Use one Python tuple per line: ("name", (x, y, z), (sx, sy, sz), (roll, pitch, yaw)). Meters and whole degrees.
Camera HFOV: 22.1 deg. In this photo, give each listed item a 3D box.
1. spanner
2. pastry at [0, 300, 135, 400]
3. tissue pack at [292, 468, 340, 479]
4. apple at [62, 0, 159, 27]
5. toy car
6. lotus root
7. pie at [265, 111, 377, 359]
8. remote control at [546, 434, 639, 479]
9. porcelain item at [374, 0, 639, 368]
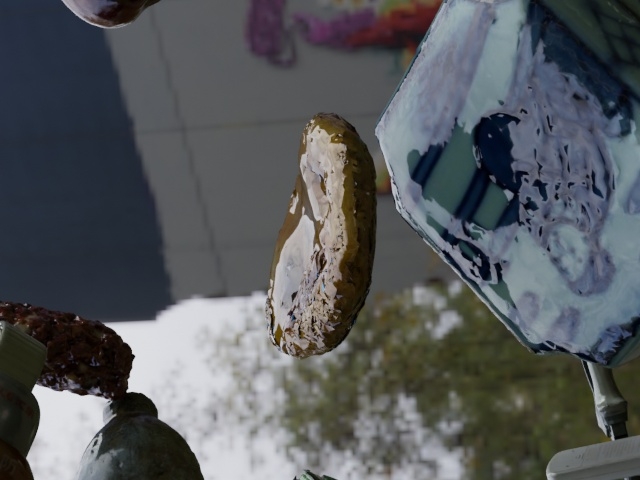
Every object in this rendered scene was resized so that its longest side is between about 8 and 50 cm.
("spanner", (0.394, 0.209, 2.262), (0.095, 0.040, 0.325), (70, -174, -66))
("pastry", (-0.317, 0.128, 1.912), (0.115, 0.208, 0.097), (-136, 61, -74))
("tissue pack", (0.051, 0.338, 1.542), (0.156, 0.209, 0.148), (27, -87, -36))
("apple", (-0.222, -0.317, 1.734), (0.158, 0.156, 0.147), (49, -140, -4))
("toy car", (-0.293, 0.163, 1.324), (0.145, 0.235, 0.235), (33, -143, -17))
("lotus root", (-0.210, 0.337, 1.898), (0.175, 0.175, 0.349), (55, -154, -68))
("pie", (0.001, 0.000, 1.671), (0.273, 0.069, 0.273), (-173, 90, -77))
("remote control", (0.369, 0.265, 1.994), (0.087, 0.190, 0.029), (-40, -66, -70))
("porcelain item", (0.194, -0.068, 1.230), (0.157, 0.286, 0.281), (-31, -18, -36))
